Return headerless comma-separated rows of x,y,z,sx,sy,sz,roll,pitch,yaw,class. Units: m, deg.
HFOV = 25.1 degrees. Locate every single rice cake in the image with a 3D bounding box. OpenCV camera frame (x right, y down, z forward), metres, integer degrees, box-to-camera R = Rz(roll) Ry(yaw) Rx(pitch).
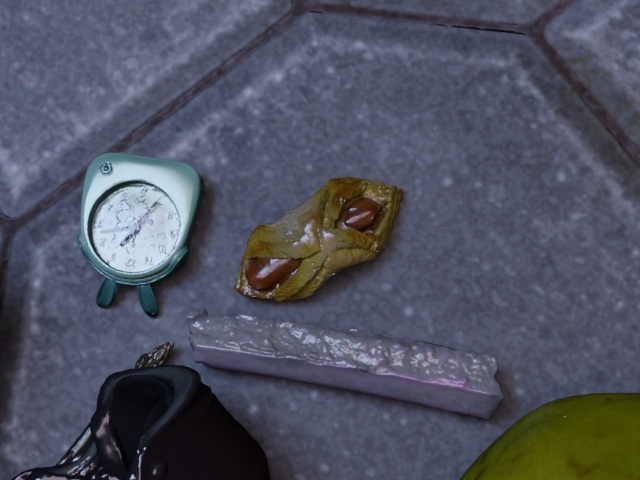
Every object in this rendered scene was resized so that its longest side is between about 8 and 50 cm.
0.018,0.102,1.199,0.269,0.055,0.049,10,61,4,rice cake

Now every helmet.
-0.152,0.251,1.115,0.177,0.225,0.305,40,91,-21,helmet

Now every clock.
-0.159,-0.006,1.237,0.101,0.041,0.135,10,82,5,clock

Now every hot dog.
-0.001,-0.001,1.214,0.169,0.061,0.078,-34,81,-2,hot dog

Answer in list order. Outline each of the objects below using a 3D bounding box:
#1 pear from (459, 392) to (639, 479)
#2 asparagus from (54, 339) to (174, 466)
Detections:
0.205,0.279,1.053,0.287,0.287,0.375,32,100,9,pear
-0.202,0.173,1.219,0.233,0.022,0.023,-50,45,-3,asparagus
